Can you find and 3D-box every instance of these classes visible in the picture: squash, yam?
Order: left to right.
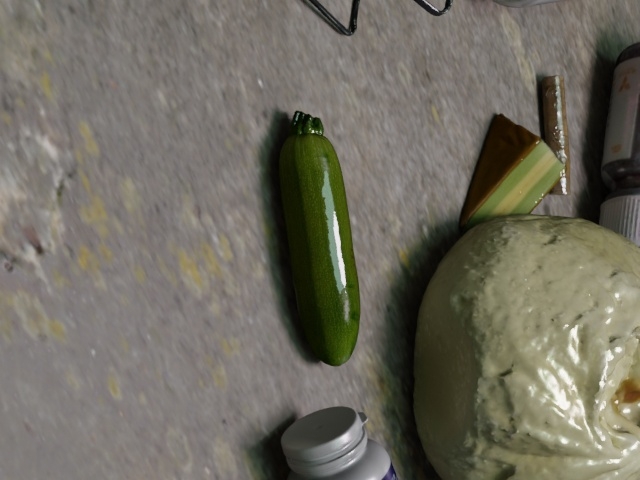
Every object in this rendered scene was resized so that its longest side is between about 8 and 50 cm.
[{"bbox_3d":[0.000,0.000,1.354,0.069,0.069,0.258,-14,98,-45],"label":"squash"},{"bbox_3d":[0.286,-0.127,1.677,0.032,0.032,0.145,-5,92,-45],"label":"yam"}]

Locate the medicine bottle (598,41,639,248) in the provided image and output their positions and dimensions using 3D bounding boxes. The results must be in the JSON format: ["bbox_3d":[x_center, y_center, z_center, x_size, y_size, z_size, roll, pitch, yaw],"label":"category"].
[{"bbox_3d":[0.436,-0.102,1.734,0.165,0.165,0.273,22,74,-43],"label":"medicine bottle"}]

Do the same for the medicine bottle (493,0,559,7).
[{"bbox_3d":[0.296,-0.354,1.619,0.258,0.143,0.143,-16,99,-43],"label":"medicine bottle"}]

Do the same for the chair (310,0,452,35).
[{"bbox_3d":[0.012,-0.309,1.335,0.221,0.140,0.145,20,73,-41],"label":"chair"}]

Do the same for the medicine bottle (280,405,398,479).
[{"bbox_3d":[0.031,0.263,1.342,0.107,0.107,0.191,-36,112,-41],"label":"medicine bottle"}]

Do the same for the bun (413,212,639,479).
[{"bbox_3d":[0.270,0.139,1.505,0.352,0.227,0.349,-33,111,-39],"label":"bun"}]

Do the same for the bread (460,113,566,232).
[{"bbox_3d":[0.204,-0.065,1.603,0.139,0.084,0.074,-50,128,2],"label":"bread"}]
